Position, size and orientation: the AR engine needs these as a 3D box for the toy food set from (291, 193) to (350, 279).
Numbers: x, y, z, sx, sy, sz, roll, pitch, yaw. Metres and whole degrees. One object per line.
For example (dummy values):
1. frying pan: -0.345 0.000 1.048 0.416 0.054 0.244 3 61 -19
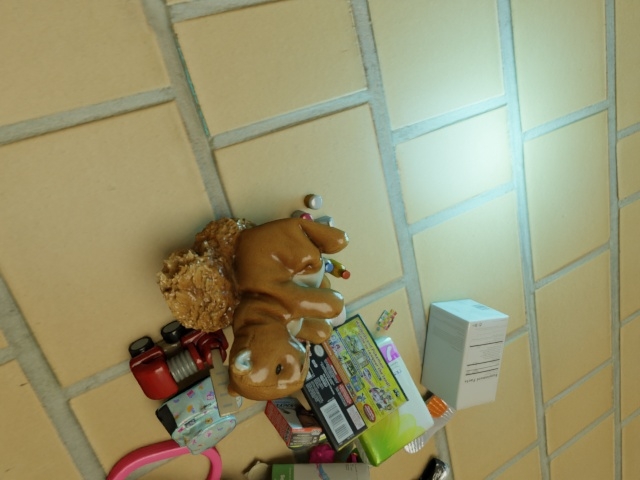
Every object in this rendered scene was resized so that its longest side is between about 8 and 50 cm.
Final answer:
1. toy food set: 0.000 0.000 1.230 0.111 0.104 0.232 -20 110 -23

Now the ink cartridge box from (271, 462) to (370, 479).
1. ink cartridge box: 0.001 0.746 1.323 0.278 0.117 0.202 0 110 -2

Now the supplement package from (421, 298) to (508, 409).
1. supplement package: 0.460 0.360 1.517 0.175 0.177 0.293 -1 103 -28

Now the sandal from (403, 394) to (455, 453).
1. sandal: 0.346 0.599 1.571 0.265 0.076 0.102 -31 91 -30

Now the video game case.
1. video game case: 0.072 0.373 1.268 0.248 0.035 0.275 -25 78 -26

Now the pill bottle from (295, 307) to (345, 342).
1. pill bottle: -0.048 0.206 1.245 0.216 0.121 0.121 -12 107 -25

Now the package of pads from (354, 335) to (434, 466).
1. package of pads: 0.166 0.449 1.349 0.229 0.101 0.297 -20 77 -28

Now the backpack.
1. backpack: -0.279 0.417 1.148 0.188 0.144 0.166 -37 153 -26

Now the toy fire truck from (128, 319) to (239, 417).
1. toy fire truck: -0.296 0.298 1.063 0.217 0.246 0.159 -27 112 -20

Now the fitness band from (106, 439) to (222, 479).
1. fitness band: -0.395 0.617 1.199 0.290 0.054 0.209 -5 104 -28

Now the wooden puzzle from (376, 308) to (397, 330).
1. wooden puzzle: 0.203 0.246 1.453 0.049 0.006 0.083 37 84 -30

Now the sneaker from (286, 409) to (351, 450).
1. sneaker: 0.040 0.563 1.388 0.299 0.111 0.121 -10 111 -23

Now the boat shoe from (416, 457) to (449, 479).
1. boat shoe: 0.362 0.868 1.649 0.076 0.080 0.228 40 85 -12

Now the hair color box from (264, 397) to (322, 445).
1. hair color box: -0.076 0.486 1.270 0.093 0.167 0.053 13 96 -30

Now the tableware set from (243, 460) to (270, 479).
1. tableware set: -0.164 0.707 1.360 0.168 0.020 0.141 31 92 -33

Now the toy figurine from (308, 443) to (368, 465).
1. toy figurine: 0.032 0.686 1.428 0.159 0.130 0.173 25 114 -17

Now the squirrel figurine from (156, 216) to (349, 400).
1. squirrel figurine: -0.154 0.143 1.025 0.396 0.281 0.371 20 59 -6
